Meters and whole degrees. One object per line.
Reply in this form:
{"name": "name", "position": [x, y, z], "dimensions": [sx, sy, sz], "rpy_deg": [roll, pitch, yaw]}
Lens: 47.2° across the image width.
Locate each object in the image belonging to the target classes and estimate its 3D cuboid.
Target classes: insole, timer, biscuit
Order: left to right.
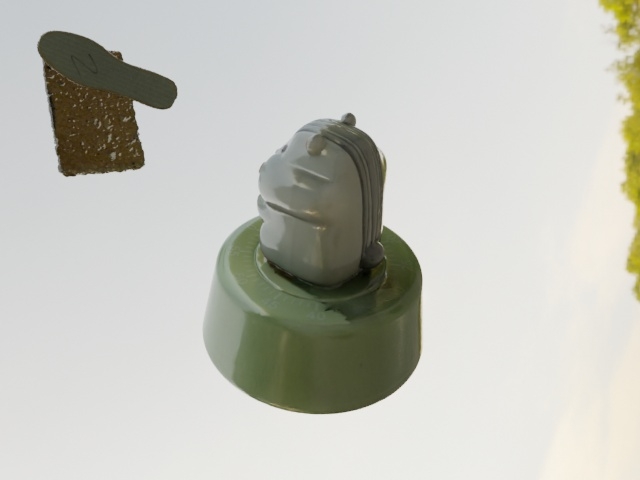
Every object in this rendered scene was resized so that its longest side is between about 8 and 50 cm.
{"name": "biscuit", "position": [-0.351, -0.199, 1.128], "dimensions": [0.025, 0.131, 0.230], "rpy_deg": [117, 141, -57]}
{"name": "insole", "position": [-0.281, -0.224, 0.973], "dimensions": [0.188, 0.004, 0.064], "rpy_deg": [20, -94, -20]}
{"name": "timer", "position": [0.000, 0.000, 0.886], "dimensions": [0.291, 0.291, 0.315], "rpy_deg": [-44, -33, -47]}
